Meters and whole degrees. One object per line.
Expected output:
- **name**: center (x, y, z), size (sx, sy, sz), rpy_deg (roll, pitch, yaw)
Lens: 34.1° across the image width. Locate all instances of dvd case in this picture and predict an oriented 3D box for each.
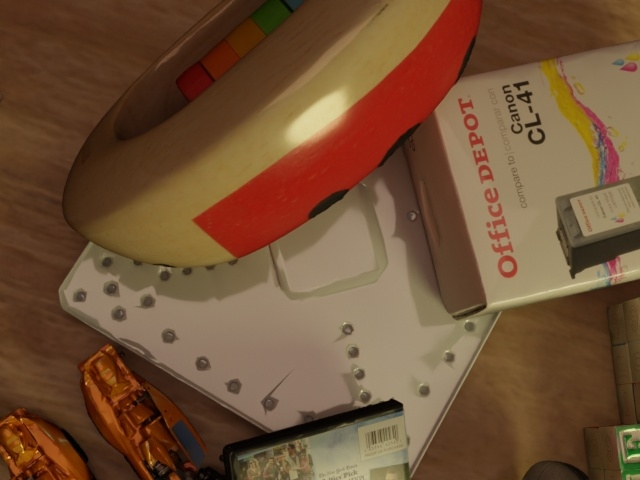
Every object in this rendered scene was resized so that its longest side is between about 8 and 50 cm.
- **dvd case**: center (0.008, 0.289, 0.976), size (0.180, 0.022, 0.253), rpy_deg (-11, 101, -24)

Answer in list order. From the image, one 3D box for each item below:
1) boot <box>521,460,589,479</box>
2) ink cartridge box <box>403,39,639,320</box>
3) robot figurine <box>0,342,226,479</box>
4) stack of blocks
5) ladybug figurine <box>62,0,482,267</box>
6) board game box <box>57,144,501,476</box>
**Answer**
- **boot**: center (0.110, 0.330, 0.959), size (0.222, 0.118, 0.338), rpy_deg (31, 77, -22)
- **ink cartridge box**: center (0.258, -0.064, 1.027), size (0.306, 0.131, 0.226), rpy_deg (-13, 82, -11)
- **robot figurine**: center (-0.174, 0.256, 0.986), size (0.211, 0.085, 0.291), rpy_deg (-36, 87, -11)
- **stack of blocks**: center (0.367, 0.207, 1.067), size (0.171, 0.087, 0.297), rpy_deg (-3, 81, -8)
- **ladybug figurine**: center (-0.025, -0.132, 0.924), size (0.449, 0.305, 0.162), rpy_deg (-39, 115, 8)
- **board game box**: center (0.000, 0.000, 1.072), size (0.389, 0.050, 0.390), rpy_deg (31, 78, -2)
